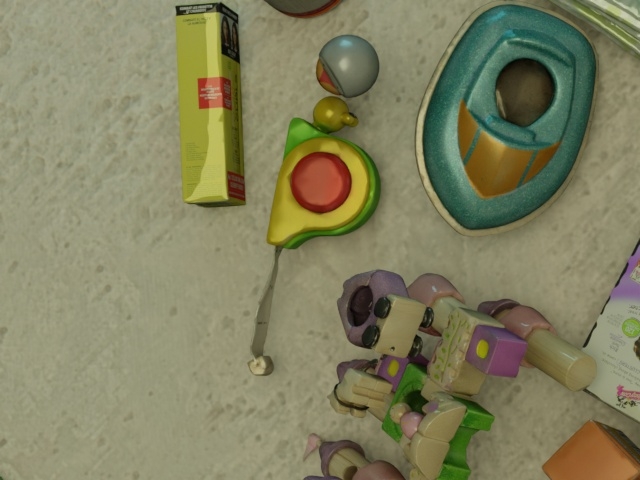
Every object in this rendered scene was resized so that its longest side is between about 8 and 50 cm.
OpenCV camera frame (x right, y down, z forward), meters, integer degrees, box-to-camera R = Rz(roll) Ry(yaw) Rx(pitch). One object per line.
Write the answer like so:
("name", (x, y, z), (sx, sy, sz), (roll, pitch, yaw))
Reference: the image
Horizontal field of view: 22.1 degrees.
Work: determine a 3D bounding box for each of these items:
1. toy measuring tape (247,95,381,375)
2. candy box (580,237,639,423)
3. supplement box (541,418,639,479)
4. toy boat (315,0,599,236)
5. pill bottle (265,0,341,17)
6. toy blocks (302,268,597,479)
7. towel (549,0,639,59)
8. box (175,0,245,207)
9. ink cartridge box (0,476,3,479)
("toy measuring tape", (0.000, 0.000, 1.866), (0.121, 0.121, 0.330), (10, 89, 13))
("candy box", (0.385, 0.108, 1.765), (0.165, 0.070, 0.196), (30, 94, 38))
("supplement box", (0.301, 0.245, 1.721), (0.078, 0.233, 0.080), (-46, 69, 5))
("toy boat", (0.144, -0.149, 1.790), (0.318, 0.148, 0.267), (16, 90, -7))
("pill bottle", (-0.039, -0.326, 1.835), (0.121, 0.221, 0.121), (-1, 86, 12))
("toy blocks", (0.078, 0.166, 1.773), (0.260, 0.309, 0.288), (36, 106, 54))
("towel", (0.370, -0.409, 1.819), (0.320, 0.090, 0.374), (33, 94, 11))
("box", (-0.128, -0.157, 1.916), (0.058, 0.087, 0.232), (-3, 85, 12))
("ink cartridge box", (-0.403, 0.400, 1.956), (0.109, 0.062, 0.209), (-24, 82, 10))
